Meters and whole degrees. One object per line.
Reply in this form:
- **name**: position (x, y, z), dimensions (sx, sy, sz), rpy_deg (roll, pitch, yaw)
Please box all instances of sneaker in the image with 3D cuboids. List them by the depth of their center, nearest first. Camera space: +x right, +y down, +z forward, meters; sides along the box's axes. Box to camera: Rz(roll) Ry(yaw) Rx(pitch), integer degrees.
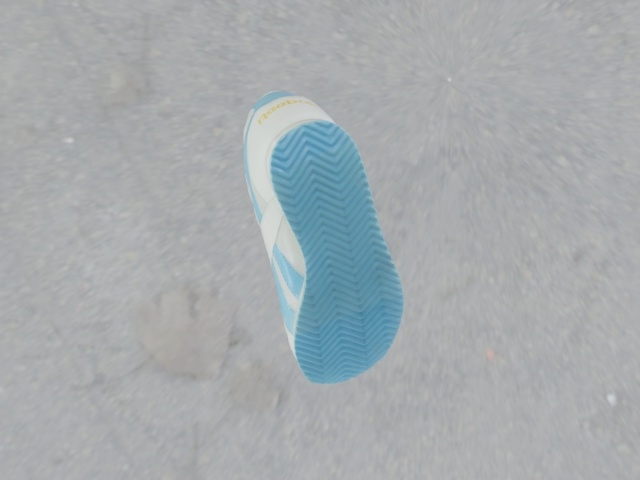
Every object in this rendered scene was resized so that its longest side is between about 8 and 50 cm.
- **sneaker**: position (0.000, 0.000, 1.116), dimensions (0.087, 0.092, 0.229), rpy_deg (-16, 122, -13)
